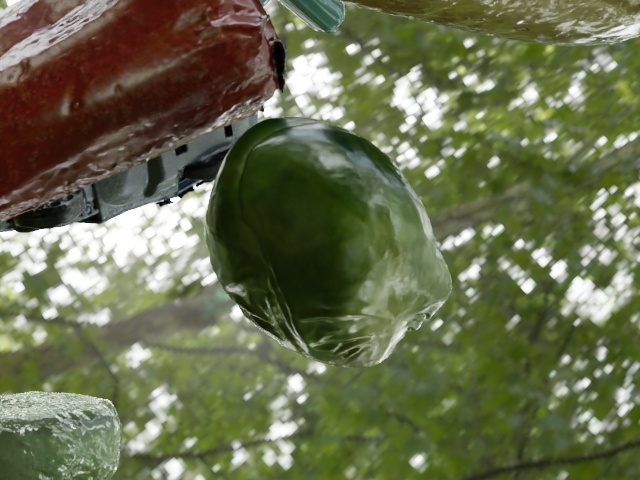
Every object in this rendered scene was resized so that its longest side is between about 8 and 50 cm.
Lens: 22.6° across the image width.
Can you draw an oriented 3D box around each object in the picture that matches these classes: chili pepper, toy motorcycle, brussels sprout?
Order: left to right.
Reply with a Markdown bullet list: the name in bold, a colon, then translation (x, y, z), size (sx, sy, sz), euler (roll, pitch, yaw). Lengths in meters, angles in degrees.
- **chili pepper**: translation (-0.159, -0.093, 0.950), size (0.144, 0.252, 0.136), euler (61, -15, -1)
- **toy motorcycle**: translation (-0.219, -0.101, 1.648), size (0.212, 0.358, 0.125), euler (20, -53, 42)
- **brussels sprout**: translation (-0.004, 0.001, 0.915), size (0.155, 0.117, 0.155), euler (40, -37, 40)

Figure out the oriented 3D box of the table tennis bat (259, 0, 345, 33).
- **table tennis bat**: translation (-0.062, -0.247, 1.367), size (0.038, 0.237, 0.149), euler (-26, -128, 31)

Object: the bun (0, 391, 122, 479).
- **bun**: translation (-0.300, 0.222, 1.592), size (0.204, 0.212, 0.127), euler (-2, -89, 48)

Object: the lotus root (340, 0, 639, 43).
- **lotus root**: translation (0.053, -0.156, 0.627), size (0.131, 0.303, 0.146), euler (45, -64, 42)

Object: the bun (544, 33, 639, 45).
- **bun**: translation (0.162, -0.318, 1.144), size (0.364, 0.202, 0.364), euler (11, -72, 38)
